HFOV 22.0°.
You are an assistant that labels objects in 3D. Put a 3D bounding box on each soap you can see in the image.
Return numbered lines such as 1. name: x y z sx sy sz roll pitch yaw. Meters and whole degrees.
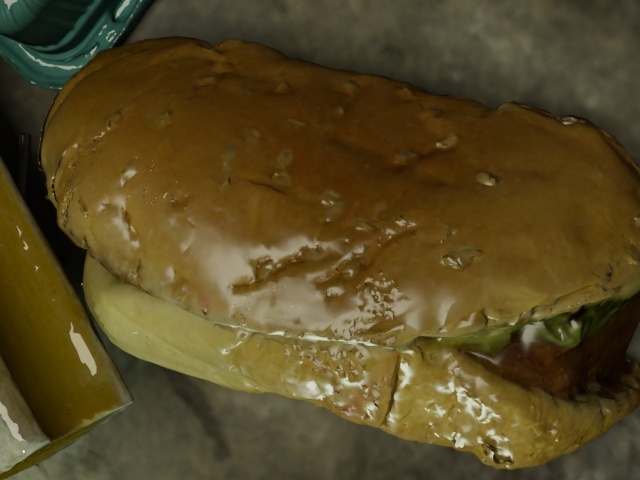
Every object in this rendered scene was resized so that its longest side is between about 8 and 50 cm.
1. soap: -0.189 0.003 0.710 0.140 0.073 0.232 -36 83 46

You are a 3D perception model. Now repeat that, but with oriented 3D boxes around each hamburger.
1. hamburger: 0.000 0.000 0.636 0.262 0.131 0.124 14 113 17

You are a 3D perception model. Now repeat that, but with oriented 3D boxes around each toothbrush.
1. toothbrush: -0.139 -0.001 0.748 0.008 0.006 0.097 11 99 21

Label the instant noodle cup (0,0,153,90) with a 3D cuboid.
1. instant noodle cup: -0.122 -0.169 0.692 0.157 0.070 0.179 42 106 8
